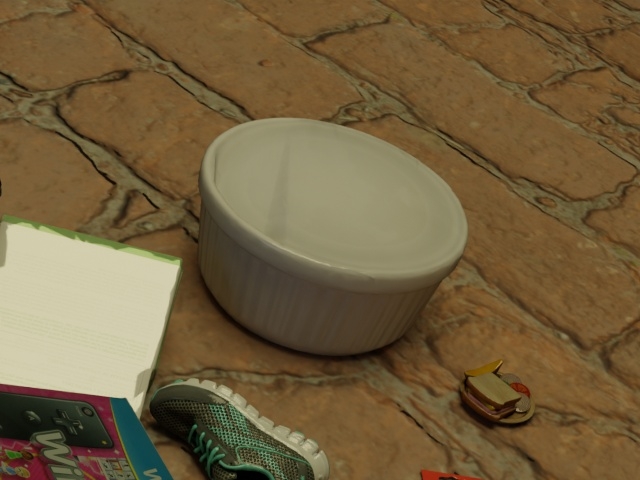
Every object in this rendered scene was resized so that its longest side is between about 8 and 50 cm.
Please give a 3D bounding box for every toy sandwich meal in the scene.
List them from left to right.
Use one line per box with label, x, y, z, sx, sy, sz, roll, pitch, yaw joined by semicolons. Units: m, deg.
toy sandwich meal;0.173;0.146;1.432;0.085;0.029;0.085;13;33;-9

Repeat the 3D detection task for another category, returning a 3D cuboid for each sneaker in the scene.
sneaker;-0.077;0.176;1.240;0.166;0.065;0.076;25;37;12

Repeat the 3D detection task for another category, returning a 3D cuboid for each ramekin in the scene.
ramekin;0.000;0.000;1.474;0.273;0.127;0.273;13;34;-9

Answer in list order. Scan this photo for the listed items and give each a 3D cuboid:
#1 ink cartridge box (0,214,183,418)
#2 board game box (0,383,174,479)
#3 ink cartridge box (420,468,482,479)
ink cartridge box;-0.227;0.101;1.284;0.171;0.056;0.235;15;57;-5
board game box;-0.231;0.198;1.013;0.303;0.097;0.224;15;27;-45
ink cartridge box;0.125;0.235;1.278;0.063;0.029;0.115;10;34;-11
